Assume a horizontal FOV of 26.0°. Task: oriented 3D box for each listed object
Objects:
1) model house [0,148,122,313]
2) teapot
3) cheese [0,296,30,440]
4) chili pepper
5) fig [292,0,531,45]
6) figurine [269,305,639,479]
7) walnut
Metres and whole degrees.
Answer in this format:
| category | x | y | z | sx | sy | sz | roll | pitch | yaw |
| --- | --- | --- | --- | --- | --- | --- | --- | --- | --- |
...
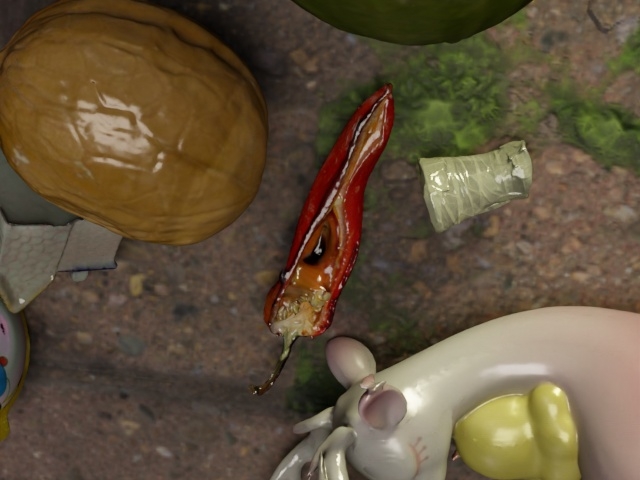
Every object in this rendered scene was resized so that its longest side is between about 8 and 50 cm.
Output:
| category | x | y | z | sx | sy | sz | roll | pitch | yaw |
| --- | --- | --- | --- | --- | --- | --- | --- | --- | --- |
| model house | -0.205 | -0.011 | 1.035 | 0.100 | 0.088 | 0.100 | -5 | 140 | -27 |
| teapot | 0.116 | -0.041 | 1.015 | 0.083 | 0.057 | 0.067 | -17 | 146 | 6 |
| cheese | -0.291 | 0.041 | 1.031 | 0.064 | 0.156 | 0.250 | -14 | 97 | 39 |
| chili pepper | 0.000 | 0.000 | 1.035 | 0.059 | 0.050 | 0.268 | 11 | 111 | -23 |
| fig | 0.048 | -0.254 | 0.825 | 0.316 | 0.316 | 0.316 | 1 | 111 | 3 |
| figurine | 0.098 | 0.196 | 1.031 | 0.315 | 0.206 | 0.284 | 2 | 100 | 8 |
| walnut | -0.129 | -0.084 | 0.951 | 0.197 | 0.165 | 0.165 | 21 | 110 | -6 |
